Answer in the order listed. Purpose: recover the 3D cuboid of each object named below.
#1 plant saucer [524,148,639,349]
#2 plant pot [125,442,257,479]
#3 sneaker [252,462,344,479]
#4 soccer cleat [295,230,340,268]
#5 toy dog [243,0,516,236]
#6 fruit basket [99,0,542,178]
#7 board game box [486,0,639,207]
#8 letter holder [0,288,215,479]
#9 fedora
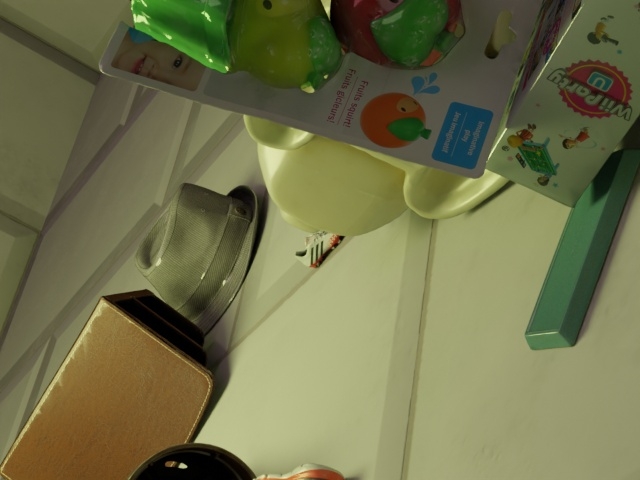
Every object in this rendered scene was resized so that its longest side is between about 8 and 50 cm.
[{"bbox_3d":[0.227,0.005,1.266,0.067,0.018,0.192,-17,48,65],"label":"plant saucer"},{"bbox_3d":[-0.156,0.308,1.631,0.167,0.167,0.165,-65,11,-11],"label":"plant pot"},{"bbox_3d":[-0.035,0.277,1.497,0.158,0.061,0.065,-37,36,52],"label":"sneaker"},{"bbox_3d":[0.000,0.000,1.838,0.083,0.035,0.029,-51,21,28],"label":"soccer cleat"},{"bbox_3d":[0.095,-0.220,1.628,0.395,0.284,0.408,109,179,-58],"label":"toy dog"},{"bbox_3d":[0.020,-0.235,1.310,0.165,0.353,0.327,79,-151,-57],"label":"fruit basket"},{"bbox_3d":[0.255,-0.211,1.232,0.303,0.097,0.224,118,175,-49],"label":"board game box"},{"bbox_3d":[-0.268,0.254,2.041,0.302,0.214,0.152,-58,-13,11],"label":"letter holder"},{"bbox_3d":[-0.200,0.012,2.208,0.244,0.124,0.275,-47,23,37],"label":"fedora"}]
